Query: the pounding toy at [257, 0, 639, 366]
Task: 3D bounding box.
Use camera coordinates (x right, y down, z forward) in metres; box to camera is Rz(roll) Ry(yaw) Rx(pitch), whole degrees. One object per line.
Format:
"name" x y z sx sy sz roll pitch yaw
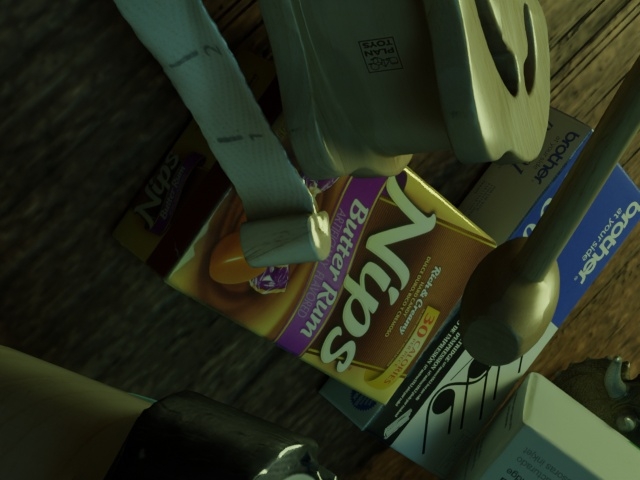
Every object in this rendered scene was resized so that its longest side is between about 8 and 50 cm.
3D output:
"pounding toy" 0.071 -0.100 0.543 0.154 0.155 0.269 -52 133 -60

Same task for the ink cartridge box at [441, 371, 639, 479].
"ink cartridge box" 0.119 0.209 0.786 0.208 0.153 0.087 -55 178 20

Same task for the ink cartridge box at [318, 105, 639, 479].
"ink cartridge box" 0.097 0.031 0.770 0.207 0.046 0.097 -53 138 -1

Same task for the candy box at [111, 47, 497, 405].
"candy box" 0.000 0.000 0.661 0.109 0.053 0.187 -55 138 0

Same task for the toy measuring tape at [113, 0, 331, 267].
"toy measuring tape" -0.086 -0.089 0.460 0.121 0.121 0.330 -38 124 -17

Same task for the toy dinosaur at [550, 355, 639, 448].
"toy dinosaur" 0.194 0.189 0.928 0.160 0.121 0.313 0 121 -28

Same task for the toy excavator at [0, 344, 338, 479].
"toy excavator" -0.137 0.298 0.545 0.433 0.222 0.445 -61 152 -27
